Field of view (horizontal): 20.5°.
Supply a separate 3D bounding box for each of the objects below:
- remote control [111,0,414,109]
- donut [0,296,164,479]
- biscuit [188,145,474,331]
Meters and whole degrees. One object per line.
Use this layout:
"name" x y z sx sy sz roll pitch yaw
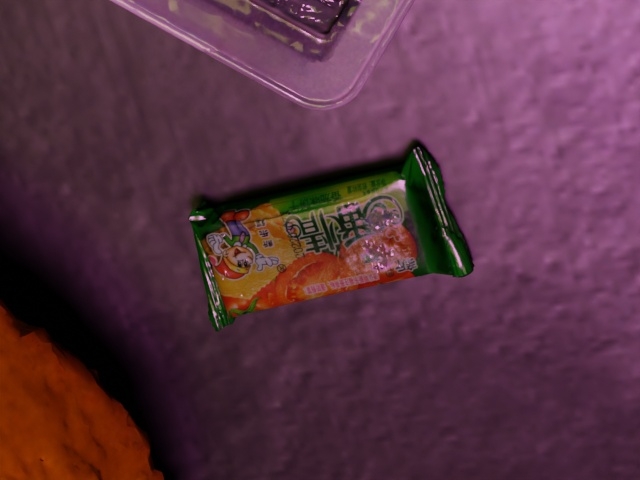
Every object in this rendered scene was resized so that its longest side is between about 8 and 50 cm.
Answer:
"remote control" 0.022 -0.156 0.473 0.103 0.034 0.250 30 118 -6
"donut" -0.173 0.102 0.600 0.253 0.118 0.253 10 131 12
"biscuit" 0.000 0.000 0.566 0.089 0.016 0.046 -12 114 15
